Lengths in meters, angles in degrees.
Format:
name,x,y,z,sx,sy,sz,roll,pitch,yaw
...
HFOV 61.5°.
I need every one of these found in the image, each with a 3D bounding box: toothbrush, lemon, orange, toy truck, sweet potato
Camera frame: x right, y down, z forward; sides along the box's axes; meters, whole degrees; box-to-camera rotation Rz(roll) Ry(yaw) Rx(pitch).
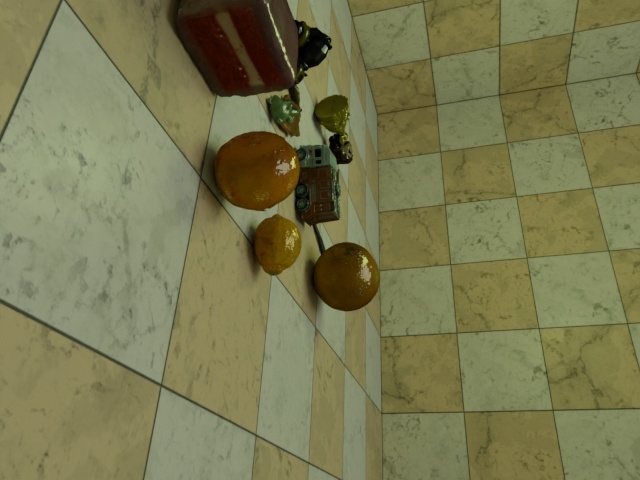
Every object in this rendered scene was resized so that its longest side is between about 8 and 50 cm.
name,x,y,z,sx,sy,sz,roll,pitch,yaw
toothbrush,0.000,0.000,2.278,0.030,0.030,0.297,-48,138,-35
lemon,-0.126,0.014,1.570,0.142,0.142,0.187,50,42,-65
orange,0.102,0.143,2.131,0.274,0.274,0.274,-6,90,-75
orange,-0.160,-0.175,1.358,0.219,0.219,0.193,-67,168,-62
toy truck,-0.074,-0.635,1.864,0.224,0.165,0.147,-57,166,0
sweet potato,-0.097,-0.564,2.114,0.041,0.038,0.153,-54,144,-34
toy truck,-0.005,-0.220,2.077,0.136,0.162,0.305,41,45,-69

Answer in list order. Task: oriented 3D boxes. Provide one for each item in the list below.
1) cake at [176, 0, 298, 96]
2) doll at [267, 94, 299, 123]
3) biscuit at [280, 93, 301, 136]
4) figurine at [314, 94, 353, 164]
name,x,y,z,sx,sy,sz,roll,pitch,yaw
cake,-0.193,-0.536,1.342,0.309,0.237,0.230,64,25,-55
doll,-0.122,-0.464,1.869,0.115,0.077,0.150,59,29,-4
biscuit,-0.116,-0.458,1.999,0.250,0.035,0.162,-57,132,-68
figurine,0.090,-0.499,2.533,0.187,0.168,0.315,-121,-172,-50
